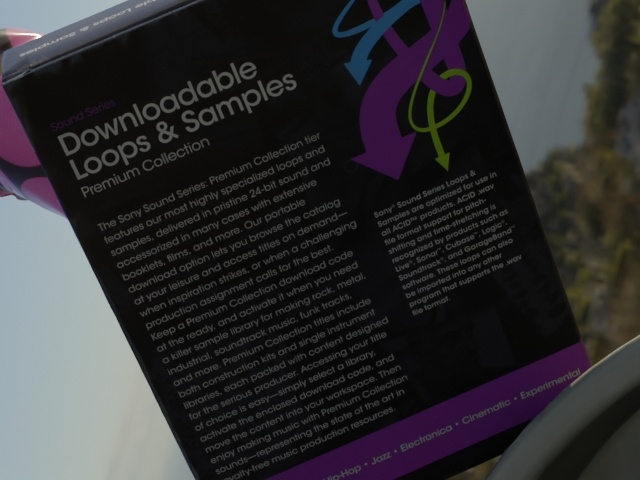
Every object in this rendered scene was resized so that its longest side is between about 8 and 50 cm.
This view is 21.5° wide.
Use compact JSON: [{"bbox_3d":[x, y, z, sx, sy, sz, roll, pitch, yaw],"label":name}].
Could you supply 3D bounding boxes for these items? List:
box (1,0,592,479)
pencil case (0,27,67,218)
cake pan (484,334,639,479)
[{"bbox_3d":[0.000,0.000,0.454,0.029,0.116,0.162,-117,4,-63],"label":"box"},{"bbox_3d":[-0.084,-0.021,0.787,0.095,0.209,0.098,-32,-37,-46],"label":"pencil case"},{"bbox_3d":[0.172,0.141,0.454,0.054,0.293,0.293,-32,-39,-68],"label":"cake pan"}]
